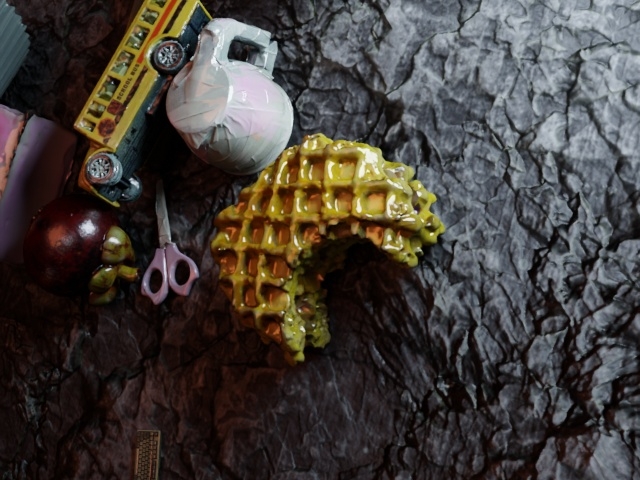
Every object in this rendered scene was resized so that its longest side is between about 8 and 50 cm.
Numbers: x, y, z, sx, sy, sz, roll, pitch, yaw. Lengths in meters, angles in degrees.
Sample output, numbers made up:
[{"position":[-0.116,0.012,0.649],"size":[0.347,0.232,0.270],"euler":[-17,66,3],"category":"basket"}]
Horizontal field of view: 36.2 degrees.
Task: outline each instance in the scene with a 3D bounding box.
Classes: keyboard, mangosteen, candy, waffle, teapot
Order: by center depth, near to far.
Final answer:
[{"position":[0.000,0.000,1.394],"size":[0.324,0.151,0.261],"euler":[-40,67,14],"category":"waffle"},{"position":[-0.130,-0.219,1.490],"size":[0.163,0.178,0.221],"euler":[39,97,28],"category":"teapot"},{"position":[-0.273,0.363,1.535],"size":[0.049,0.015,0.129],"euler":[-4,78,28],"category":"keyboard"},{"position":[-0.384,0.020,1.593],"size":[0.200,0.200,0.199],"euler":[-6,76,27],"category":"mangosteen"},{"position":[-0.532,-0.094,1.696],"size":[0.116,0.155,0.265],"euler":[14,86,26],"category":"candy"}]

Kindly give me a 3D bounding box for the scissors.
[{"position":[-0.255,-0.003,1.602],"size":[0.110,0.021,0.212],"euler":[-16,73,23],"category":"scissors"}]

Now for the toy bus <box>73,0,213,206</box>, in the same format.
[{"position":[-0.282,-0.223,1.531],"size":[0.123,0.121,0.335],"euler":[27,84,15],"category":"toy bus"}]

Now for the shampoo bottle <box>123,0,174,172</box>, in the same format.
[{"position":[-0.283,-0.293,1.645],"size":[0.126,0.084,0.350],"euler":[9,83,24],"category":"shampoo bottle"}]

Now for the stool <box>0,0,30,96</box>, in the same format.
[{"position":[-0.704,-0.273,1.691],"size":[0.297,0.297,0.330],"euler":[-1,57,28],"category":"stool"}]
